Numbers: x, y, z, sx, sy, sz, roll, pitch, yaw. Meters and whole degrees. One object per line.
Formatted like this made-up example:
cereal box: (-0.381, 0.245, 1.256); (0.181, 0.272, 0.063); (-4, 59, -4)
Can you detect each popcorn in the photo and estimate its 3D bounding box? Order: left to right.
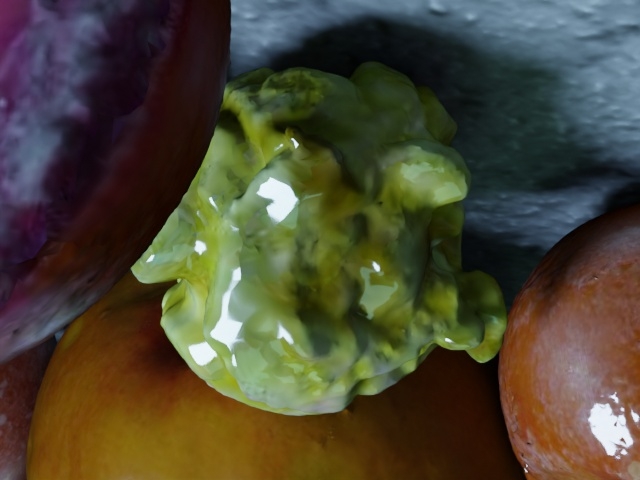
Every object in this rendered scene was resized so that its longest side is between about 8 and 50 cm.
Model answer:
popcorn: (0.000, 0.000, 0.659); (0.187, 0.185, 0.167); (-23, -178, 22)

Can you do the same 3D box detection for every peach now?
peach: (-0.026, 0.150, 0.846); (0.343, 0.343, 0.302); (-2, 125, 25)

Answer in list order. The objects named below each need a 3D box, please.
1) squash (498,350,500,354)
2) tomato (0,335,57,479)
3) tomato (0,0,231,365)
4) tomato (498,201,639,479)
squash: (0.145, 0.122, 1.017); (0.200, 0.075, 0.090); (-19, 168, 15)
tomato: (-0.307, 0.093, 0.916); (0.227, 0.270, 0.270); (-31, 164, -17)
tomato: (-0.189, -0.054, 0.487); (0.335, 0.290, 0.176); (-4, 157, 11)
tomato: (0.207, 0.072, 0.734); (0.208, 0.184, 0.208); (19, 160, 7)
